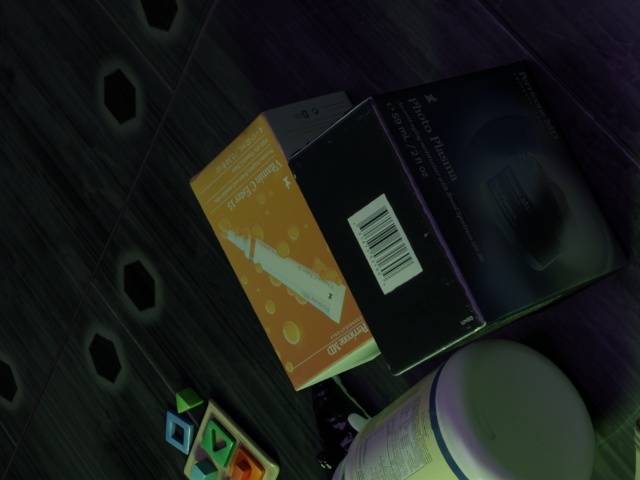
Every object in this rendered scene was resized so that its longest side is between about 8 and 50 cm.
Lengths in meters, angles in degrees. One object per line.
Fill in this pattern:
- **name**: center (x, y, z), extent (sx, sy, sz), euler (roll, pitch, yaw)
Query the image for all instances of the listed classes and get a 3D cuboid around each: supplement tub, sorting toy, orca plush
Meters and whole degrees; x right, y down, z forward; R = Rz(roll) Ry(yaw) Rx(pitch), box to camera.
- **supplement tub**: center (0.178, 0.297, 1.930), extent (0.235, 0.235, 0.325), euler (59, 137, 14)
- **sorting toy**: center (-0.160, 0.391, 2.463), extent (0.348, 0.047, 0.196), euler (41, 130, 29)
- **orca plush**: center (0.039, 0.294, 2.175), extent (0.151, 0.102, 0.287), euler (-28, 83, 48)

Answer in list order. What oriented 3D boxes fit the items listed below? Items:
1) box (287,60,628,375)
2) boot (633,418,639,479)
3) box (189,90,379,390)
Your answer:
- **box**: center (0.170, -0.036, 1.774), extent (0.183, 0.294, 0.296), euler (-35, 78, 45)
- **boot**: center (0.451, 0.311, 1.724), extent (0.213, 0.077, 0.165), euler (21, 117, 44)
- **box**: center (0.000, 0.000, 2.062), extent (0.215, 0.168, 0.345), euler (-39, 75, 46)
